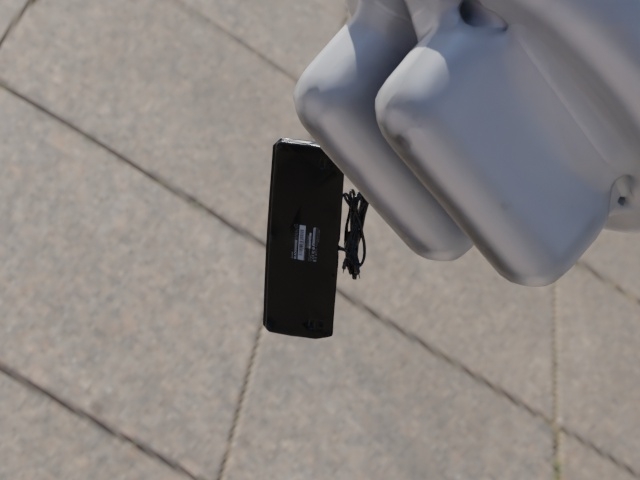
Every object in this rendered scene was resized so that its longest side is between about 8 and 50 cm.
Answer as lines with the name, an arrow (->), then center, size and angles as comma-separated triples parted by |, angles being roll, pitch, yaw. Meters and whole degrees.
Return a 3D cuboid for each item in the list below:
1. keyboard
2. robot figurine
keyboard -> 0.000, 0.000, 1.409 | 0.100, 0.192, 0.038 | 10, 18, 17
robot figurine -> 0.148, -0.145, 0.668 | 0.200, 0.353, 0.300 | 49, -16, -30
